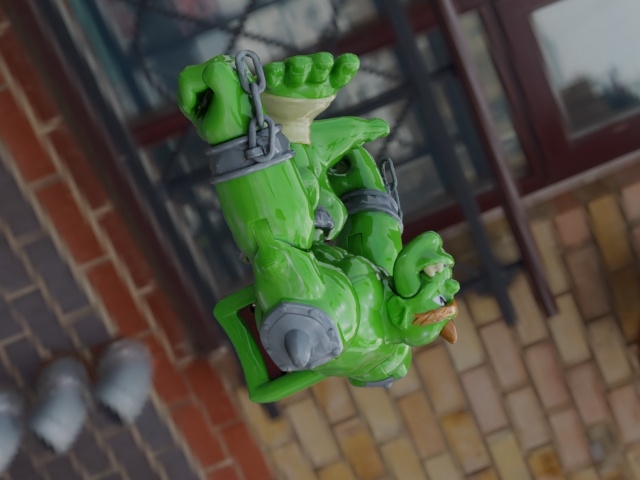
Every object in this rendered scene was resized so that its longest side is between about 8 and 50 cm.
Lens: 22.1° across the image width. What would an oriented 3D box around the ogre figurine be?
[{"bbox_3d":[0.000,0.000,0.665,0.197,0.097,0.118,101,-23,-77],"label":"ogre figurine"}]
